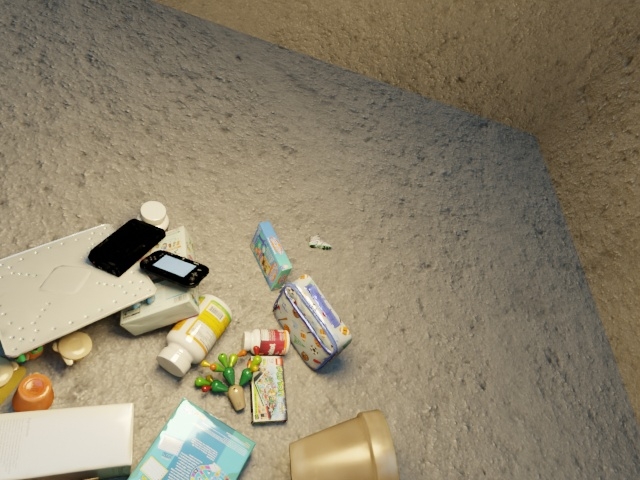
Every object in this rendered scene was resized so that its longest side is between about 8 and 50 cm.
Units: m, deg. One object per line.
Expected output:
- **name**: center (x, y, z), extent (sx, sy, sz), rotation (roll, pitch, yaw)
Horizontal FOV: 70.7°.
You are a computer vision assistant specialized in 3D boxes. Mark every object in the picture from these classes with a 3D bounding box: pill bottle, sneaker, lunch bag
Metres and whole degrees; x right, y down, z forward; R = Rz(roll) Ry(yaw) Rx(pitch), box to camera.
- **pill bottle**: center (-0.585, -0.051, 1.572), extent (0.107, 0.180, 0.108), rotation (12, 53, -16)
- **sneaker**: center (0.000, 0.000, 1.883), extent (0.098, 0.038, 0.069), rotation (11, 54, -17)
- **lunch bag**: center (-0.038, 0.272, 1.540), extent (0.114, 0.243, 0.303), rotation (-27, 71, -36)
- **pill bottle**: center (-0.186, 0.344, 1.527), extent (0.151, 0.086, 0.086), rotation (6, 55, -19)
- **pill bottle**: center (-0.399, 0.301, 1.431), extent (0.136, 0.136, 0.246), rotation (33, 50, 1)

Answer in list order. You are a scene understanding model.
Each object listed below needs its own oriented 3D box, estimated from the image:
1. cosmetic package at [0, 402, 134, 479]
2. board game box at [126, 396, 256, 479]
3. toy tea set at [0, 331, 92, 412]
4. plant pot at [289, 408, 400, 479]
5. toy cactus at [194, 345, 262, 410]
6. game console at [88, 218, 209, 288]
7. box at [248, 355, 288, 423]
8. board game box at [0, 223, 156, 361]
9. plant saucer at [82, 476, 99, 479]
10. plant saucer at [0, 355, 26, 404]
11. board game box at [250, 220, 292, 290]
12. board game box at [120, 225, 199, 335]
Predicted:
- **cosmetic package**: center (-0.666, 0.517, 1.113), extent (0.384, 0.217, 0.156), rotation (3, 57, -20)
- **board game box**: center (-0.372, 0.650, 1.232), extent (0.253, 0.079, 0.336), rotation (32, 50, 0)
- **toy tea set**: center (-0.775, 0.332, 1.267), extent (0.199, 0.124, 0.336), rotation (34, 41, -4)
- **plant pot**: center (0.055, 0.670, 1.289), extent (0.279, 0.323, 0.324), rotation (-4, 57, -7)
- **toy cactus**: center (-0.273, 0.436, 1.410), extent (0.218, 0.112, 0.181), rotation (-18, 83, -24)
- **game console**: center (-0.504, 0.049, 1.382), extent (0.360, 0.044, 0.213), rotation (19, 43, 15)
- **box**: center (-0.172, 0.482, 1.467), extent (0.113, 0.036, 0.207), rotation (5, 55, -21)
- **board game box**: center (-0.745, 0.131, 1.332), extent (0.389, 0.051, 0.390), rotation (-26, 49, -31)
- **plant saucer**: center (-0.662, 0.589, 1.001), extent (0.310, 0.311, 0.050), rotation (-1, 64, -24)
- **plant saucer**: center (-1.012, 0.388, 1.139), extent (0.332, 0.081, 0.333), rotation (27, 50, -4)
- **board game box**: center (-0.188, 0.059, 1.681), extent (0.047, 0.160, 0.211), rotation (-14, 64, -31)
- **board game box**: center (-0.516, 0.123, 1.451), extent (0.223, 0.098, 0.304), rotation (-18, 54, 1)
